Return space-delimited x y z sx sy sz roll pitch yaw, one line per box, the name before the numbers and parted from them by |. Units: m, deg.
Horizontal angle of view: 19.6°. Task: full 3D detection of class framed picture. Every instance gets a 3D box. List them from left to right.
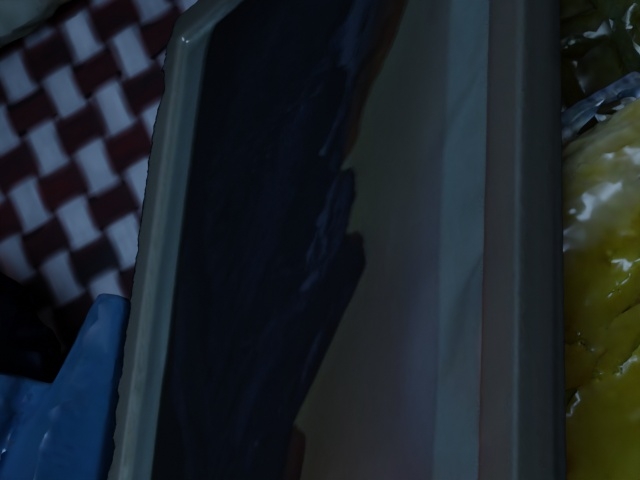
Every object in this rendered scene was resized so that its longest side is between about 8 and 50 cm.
framed picture | -0.001 0.000 0.538 0.192 0.018 0.265 -33 43 43

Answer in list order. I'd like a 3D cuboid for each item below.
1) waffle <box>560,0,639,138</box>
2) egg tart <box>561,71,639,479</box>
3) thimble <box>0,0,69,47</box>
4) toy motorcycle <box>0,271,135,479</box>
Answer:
waffle | 0.064 -0.012 0.606 0.169 0.036 0.183 17 95 20
egg tart | 0.128 0.062 0.528 0.234 0.094 0.234 0 95 3
thimble | -0.181 -0.155 0.593 0.291 0.291 0.195 -35 77 18
toy motorcycle | -0.120 0.208 0.618 0.232 0.172 0.416 5 79 15
